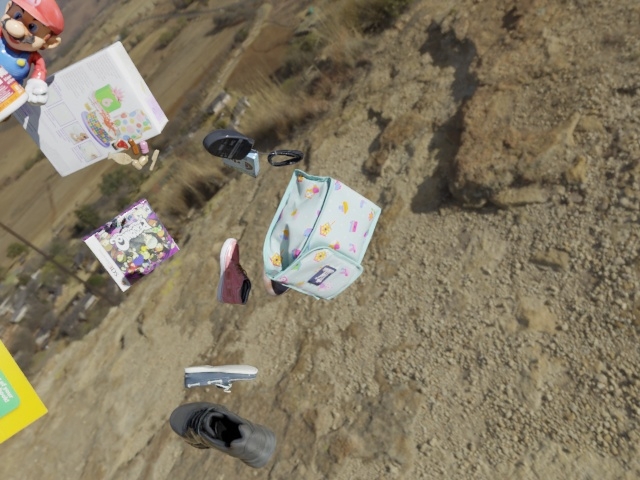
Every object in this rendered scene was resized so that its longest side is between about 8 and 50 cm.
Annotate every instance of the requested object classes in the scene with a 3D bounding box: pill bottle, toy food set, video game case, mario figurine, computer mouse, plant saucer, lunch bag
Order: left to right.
[{"bbox_3d":[-0.738,-0.352,1.084,0.121,0.221,0.121,-25,34,18],"label":"pill bottle"},{"bbox_3d":[-0.698,-0.420,1.154,0.320,0.198,0.170,-49,59,17],"label":"mario figurine"},{"bbox_3d":[-0.610,0.014,1.693,0.232,0.210,0.042,-41,31,-26],"label":"video game case"},{"bbox_3d":[-0.468,-0.221,1.302,0.019,0.122,0.078,22,91,39],"label":"toy food set"},{"bbox_3d":[-0.140,-0.201,1.117,0.071,0.242,0.041,-44,55,38],"label":"computer mouse"},{"bbox_3d":[-0.121,0.060,1.944,0.311,0.050,0.310,-31,51,48],"label":"plant saucer"},{"bbox_3d":[0.000,0.000,1.204,0.160,0.223,0.262,16,84,39],"label":"lunch bag"}]

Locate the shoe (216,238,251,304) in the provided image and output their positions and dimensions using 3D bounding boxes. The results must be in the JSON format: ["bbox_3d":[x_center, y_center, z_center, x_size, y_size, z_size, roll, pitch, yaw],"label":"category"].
[{"bbox_3d":[-0.225,0.085,1.406,0.081,0.063,0.178,5,86,26],"label":"shoe"}]

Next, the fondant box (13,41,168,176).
[{"bbox_3d":[-0.618,-0.344,1.394,0.330,0.238,0.096,-20,30,13],"label":"fondant box"}]

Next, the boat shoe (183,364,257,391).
[{"bbox_3d":[-0.333,0.458,1.732,0.255,0.095,0.079,-2,84,4],"label":"boat shoe"}]

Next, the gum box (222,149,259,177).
[{"bbox_3d":[-0.338,-0.344,2.184,0.184,0.157,0.041,104,-171,-72],"label":"gum box"}]

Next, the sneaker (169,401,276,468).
[{"bbox_3d":[-0.233,0.401,1.135,0.286,0.130,0.109,0,56,33],"label":"sneaker"}]

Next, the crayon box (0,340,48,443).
[{"bbox_3d":[-0.735,0.255,0.932,0.106,0.363,0.313,-31,2,23],"label":"crayon box"}]
